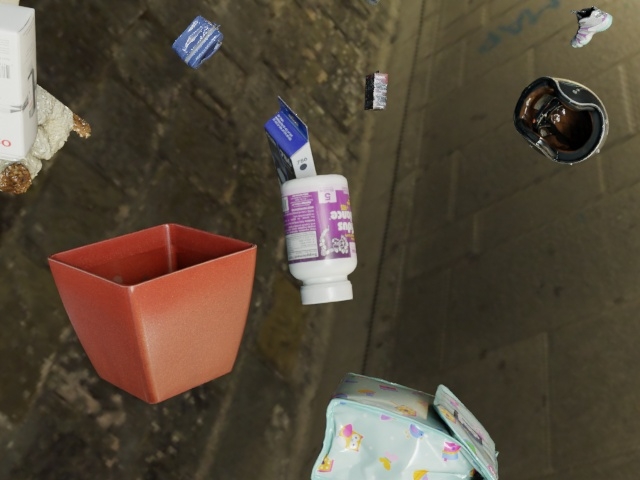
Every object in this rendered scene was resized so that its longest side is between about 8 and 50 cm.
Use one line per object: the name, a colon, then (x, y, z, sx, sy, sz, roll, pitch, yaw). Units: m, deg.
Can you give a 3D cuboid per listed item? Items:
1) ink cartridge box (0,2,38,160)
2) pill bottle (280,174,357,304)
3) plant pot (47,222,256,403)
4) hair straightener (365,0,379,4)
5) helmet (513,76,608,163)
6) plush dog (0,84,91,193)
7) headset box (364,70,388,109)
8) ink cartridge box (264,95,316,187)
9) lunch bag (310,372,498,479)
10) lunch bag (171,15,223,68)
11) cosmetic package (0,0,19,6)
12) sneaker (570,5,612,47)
ink cartridge box: (-0.503, -0.237, 1.309, 0.092, 0.158, 0.218, -87, 8, -52)
pill bottle: (0.000, 0.000, 2.175, 0.169, 0.169, 0.301, -10, 86, 48)
plant pot: (-0.282, 0.129, 1.573, 0.267, 0.236, 0.267, -19, 22, -41)
hair straightener: (0.147, -0.472, 1.436, 0.230, 0.047, 0.089, -50, -18, 8)
helmet: (0.479, -0.233, 1.754, 0.169, 0.161, 0.169, -44, 34, 41)
plush dog: (-0.617, -0.203, 1.852, 0.262, 0.210, 0.225, 31, 84, 47)
headset box: (0.118, -0.319, 1.901, 0.062, 0.032, 0.083, -164, 76, -74)
ink cartridge box: (-0.069, -0.196, 2.316, 0.065, 0.333, 0.165, -26, 46, -14)
lunch bag: (0.137, 0.300, 1.327, 0.223, 0.262, 0.160, -9, -69, -81)
lunch bag: (-0.230, -0.382, 1.725, 0.098, 0.065, 0.067, -47, 4, 7)
cosmetic package: (-0.677, -0.632, 1.790, 0.113, 0.160, 0.309, 16, 98, 44)
sneaker: (0.496, -0.412, 1.699, 0.098, 0.069, 0.038, -38, 30, 48)
